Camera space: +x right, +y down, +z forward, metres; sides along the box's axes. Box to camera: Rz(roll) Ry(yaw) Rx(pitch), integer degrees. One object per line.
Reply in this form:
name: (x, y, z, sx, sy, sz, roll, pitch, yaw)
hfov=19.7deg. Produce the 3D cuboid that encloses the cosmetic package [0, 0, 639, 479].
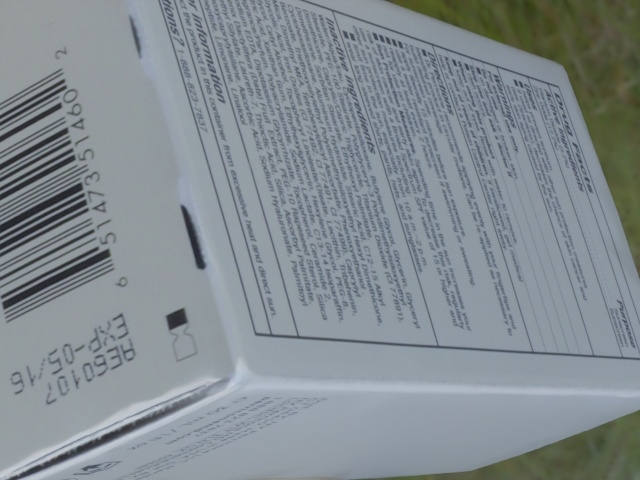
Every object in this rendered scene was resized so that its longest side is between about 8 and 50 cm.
cosmetic package: (0.000, 0.000, 0.669, 0.113, 0.160, 0.309, -25, 161, 28)
